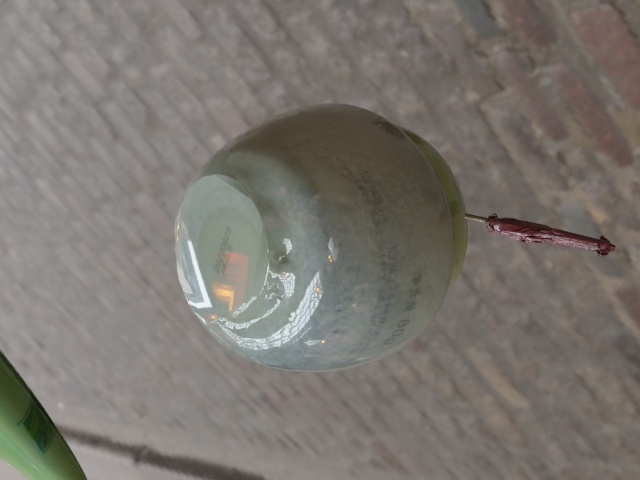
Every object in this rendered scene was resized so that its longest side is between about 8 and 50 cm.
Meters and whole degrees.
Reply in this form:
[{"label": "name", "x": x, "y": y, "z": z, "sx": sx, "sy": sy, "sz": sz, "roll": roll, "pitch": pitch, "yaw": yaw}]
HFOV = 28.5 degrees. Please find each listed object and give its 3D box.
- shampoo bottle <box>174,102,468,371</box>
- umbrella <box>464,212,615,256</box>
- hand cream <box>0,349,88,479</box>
[{"label": "shampoo bottle", "x": 0.000, "y": 0.000, "z": 1.518, "sx": 0.322, "sy": 0.317, "sz": 0.322, "roll": 11, "pitch": 109, "yaw": 35}, {"label": "umbrella", "x": 0.238, "y": -0.007, "z": 1.374, "sx": 0.165, "sy": 0.025, "sz": 0.027, "roll": 12, "pitch": -176, "yaw": 12}, {"label": "hand cream", "x": -0.186, "y": 0.084, "z": 0.702, "sx": 0.095, "sy": 0.046, "sz": 0.175, "roll": 22, "pitch": 153, "yaw": 51}]
